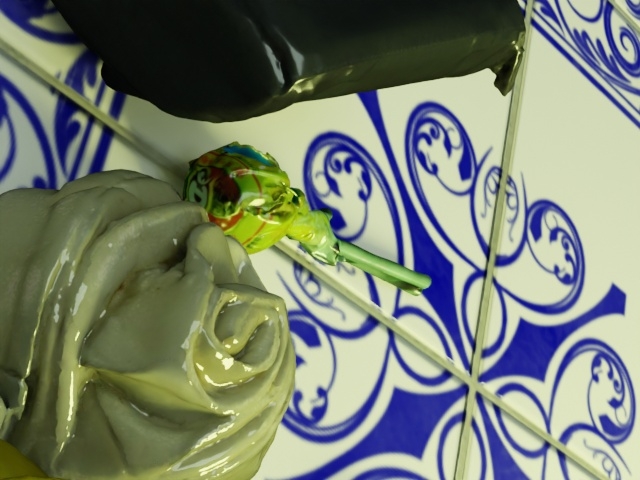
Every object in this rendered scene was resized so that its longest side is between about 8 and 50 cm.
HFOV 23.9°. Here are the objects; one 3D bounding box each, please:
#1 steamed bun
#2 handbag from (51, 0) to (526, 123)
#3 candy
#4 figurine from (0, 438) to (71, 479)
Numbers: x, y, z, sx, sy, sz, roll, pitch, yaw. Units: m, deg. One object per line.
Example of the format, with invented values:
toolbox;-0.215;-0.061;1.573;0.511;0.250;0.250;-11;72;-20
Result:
steamed bun;-0.098;0.061;0.865;0.211;0.144;0.218;-9;82;-49
handbag;-0.037;-0.170;1.000;0.302;0.178;0.275;-20;76;-51
candy;0.001;-0.003;1.070;0.262;0.073;0.077;24;36;-48
figurine;-0.142;0.193;0.732;0.327;0.218;0.169;43;80;-23
